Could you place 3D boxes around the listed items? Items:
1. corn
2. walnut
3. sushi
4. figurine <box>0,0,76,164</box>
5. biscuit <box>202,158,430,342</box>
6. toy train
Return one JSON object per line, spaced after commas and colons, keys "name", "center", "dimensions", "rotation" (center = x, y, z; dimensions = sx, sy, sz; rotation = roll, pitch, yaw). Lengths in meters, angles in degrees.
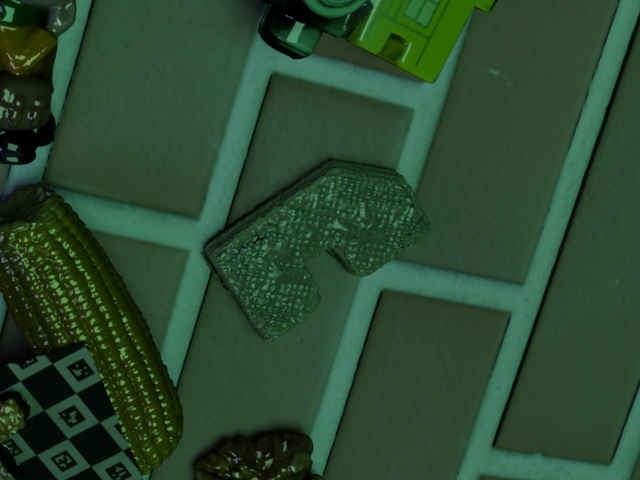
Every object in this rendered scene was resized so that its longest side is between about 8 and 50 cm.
{"name": "corn", "center": [-0.254, 0.100, 1.751], "dimensions": [0.131, 0.131, 0.344], "rotation": [-30, 117, -12]}
{"name": "walnut", "center": [-0.075, 0.298, 1.929], "dimensions": [0.170, 0.069, 0.143], "rotation": [-23, 117, -12]}
{"name": "sushi", "center": [-0.348, 0.228, 1.731], "dimensions": [0.279, 0.043, 0.193], "rotation": [-13, 116, 11]}
{"name": "figurine", "center": [-0.311, -0.249, 1.592], "dimensions": [0.204, 0.185, 0.332], "rotation": [26, 113, -5]}
{"name": "biscuit", "center": [0.000, 0.000, 1.872], "dimensions": [0.250, 0.046, 0.147], "rotation": [-34, 117, -10]}
{"name": "toy train", "center": [0.100, -0.375, 1.724], "dimensions": [0.272, 0.179, 0.442], "rotation": [23, 97, -36]}
